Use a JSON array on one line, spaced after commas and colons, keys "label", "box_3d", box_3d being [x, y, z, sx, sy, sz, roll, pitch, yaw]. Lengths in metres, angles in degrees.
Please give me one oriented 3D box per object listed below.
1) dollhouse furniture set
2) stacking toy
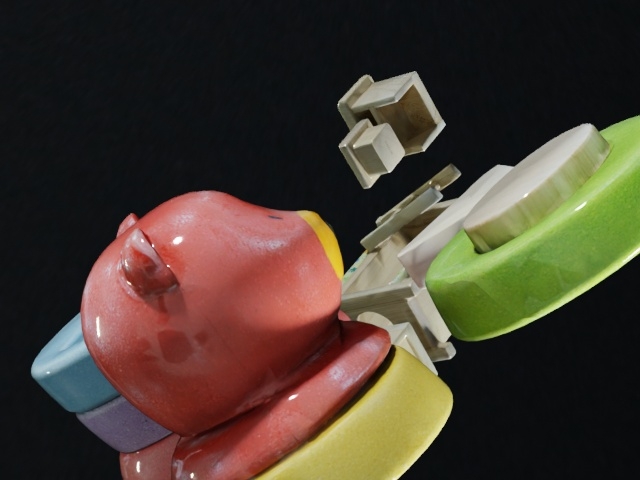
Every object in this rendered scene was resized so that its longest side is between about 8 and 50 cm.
[{"label": "dollhouse furniture set", "box_3d": [0.017, 0.008, 1.236, 0.101, 0.182, 0.161, -13, -65, 41]}, {"label": "stacking toy", "box_3d": [0.000, 0.000, 0.848, 0.279, 0.309, 0.130, -38, -81, -14]}]
